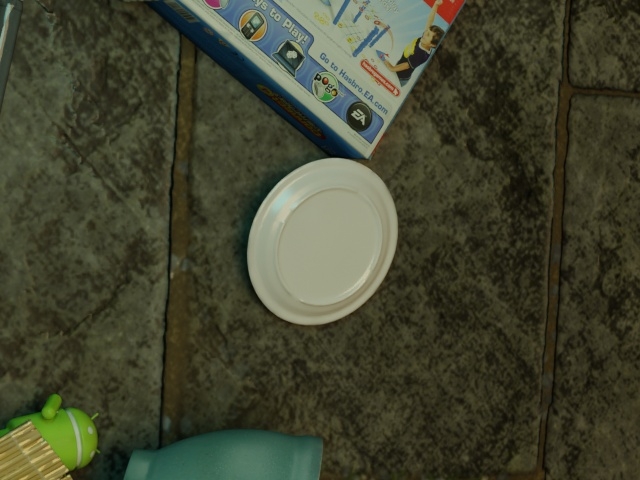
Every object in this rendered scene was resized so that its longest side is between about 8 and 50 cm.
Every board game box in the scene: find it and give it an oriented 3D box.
[{"bbox_3d":[0.005,-0.301,1.751,0.308,0.086,0.302,39,75,-27],"label":"board game box"}]

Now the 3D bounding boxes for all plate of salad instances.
[{"bbox_3d":[0.000,0.000,1.794,0.199,0.048,0.200,-10,112,-28],"label":"plate of salad"}]

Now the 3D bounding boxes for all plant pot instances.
[{"bbox_3d":[-0.129,0.325,1.636,0.196,0.293,0.293,15,86,-4],"label":"plant pot"}]

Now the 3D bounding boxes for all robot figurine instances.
[{"bbox_3d":[-0.286,0.213,1.634,0.115,0.067,0.101,-9,107,-28],"label":"robot figurine"}]

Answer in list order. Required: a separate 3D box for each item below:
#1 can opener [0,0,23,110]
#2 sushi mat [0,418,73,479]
[{"bbox_3d":[-0.328,-0.229,1.558,0.076,0.095,0.284,13,87,-30],"label":"can opener"},{"bbox_3d":[-0.391,0.315,1.567,0.316,0.019,0.151,-30,114,-12],"label":"sushi mat"}]
